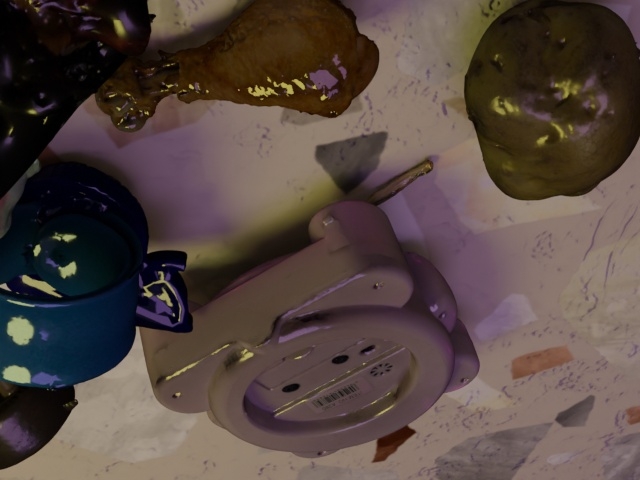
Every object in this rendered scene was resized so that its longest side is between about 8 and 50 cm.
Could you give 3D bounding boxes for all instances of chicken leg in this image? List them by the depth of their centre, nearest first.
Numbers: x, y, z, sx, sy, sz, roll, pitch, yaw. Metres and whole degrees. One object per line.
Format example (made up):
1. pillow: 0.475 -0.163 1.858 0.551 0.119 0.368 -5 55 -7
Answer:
1. chicken leg: -0.075 -0.145 1.131 0.252 0.107 0.087 -11 157 11

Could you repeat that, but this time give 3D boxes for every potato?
1. potato: 0.211 -0.123 1.195 0.155 0.137 0.200 10 144 22

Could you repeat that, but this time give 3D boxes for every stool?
1. stool: -0.350 0.171 1.409 0.217 0.125 0.121 -19 124 36

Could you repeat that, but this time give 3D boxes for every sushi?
1. sushi: -0.223 -0.203 0.971 0.212 0.215 0.227 -33 114 16

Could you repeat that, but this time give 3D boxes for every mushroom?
1. mushroom: 0.002 -0.002 1.366 0.286 0.028 0.026 -33 92 21

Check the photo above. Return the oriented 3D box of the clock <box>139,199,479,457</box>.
1. clock: 0.004 0.115 1.408 0.296 0.113 0.322 -30 144 16

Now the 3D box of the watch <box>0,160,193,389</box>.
1. watch: -0.230 0.041 1.199 0.196 0.200 0.171 5 121 8

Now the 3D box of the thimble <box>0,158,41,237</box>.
1. thimble: -0.348 -0.059 1.093 0.211 0.185 0.149 -25 138 8
